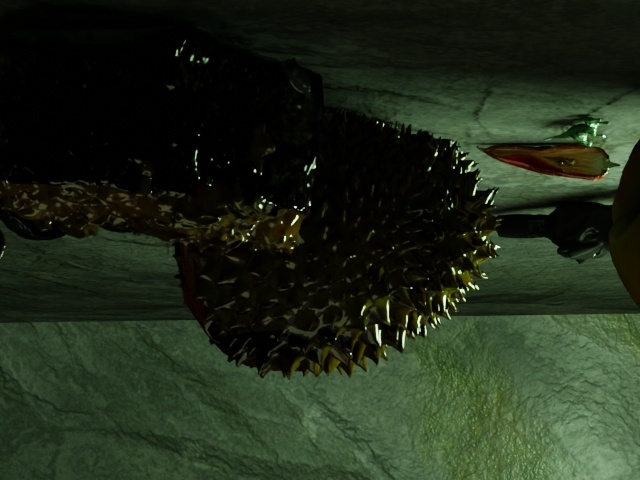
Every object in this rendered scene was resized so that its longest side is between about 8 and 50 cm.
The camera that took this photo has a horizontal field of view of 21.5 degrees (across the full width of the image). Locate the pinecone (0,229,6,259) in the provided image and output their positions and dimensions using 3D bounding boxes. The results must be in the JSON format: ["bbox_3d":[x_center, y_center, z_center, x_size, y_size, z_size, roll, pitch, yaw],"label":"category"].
[{"bbox_3d":[-0.495,0.000,2.033,0.244,0.244,0.309,5,168,-29],"label":"pinecone"}]

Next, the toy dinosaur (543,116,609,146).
[{"bbox_3d":[0.296,-0.127,1.971,0.083,0.021,0.062,-8,162,16],"label":"toy dinosaur"}]

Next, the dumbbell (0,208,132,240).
[{"bbox_3d":[-0.263,-0.075,1.856,0.325,0.143,0.143,-4,170,41],"label":"dumbbell"}]

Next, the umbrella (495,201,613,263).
[{"bbox_3d":[0.397,-0.020,2.418,0.340,0.118,0.118,3,175,39],"label":"umbrella"}]

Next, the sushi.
[{"bbox_3d":[-0.155,-0.096,1.604,0.349,0.207,0.234,6,175,-23],"label":"sushi"}]

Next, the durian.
[{"bbox_3d":[0.004,0.001,1.906,0.348,0.347,0.384,7,143,-38],"label":"durian"}]

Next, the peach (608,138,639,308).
[{"bbox_3d":[0.504,-0.015,1.817,0.373,0.290,0.372,2,137,2],"label":"peach"}]

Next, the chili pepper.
[{"bbox_3d":[0.279,-0.098,2.078,0.178,0.045,0.027,5,161,0],"label":"chili pepper"}]
